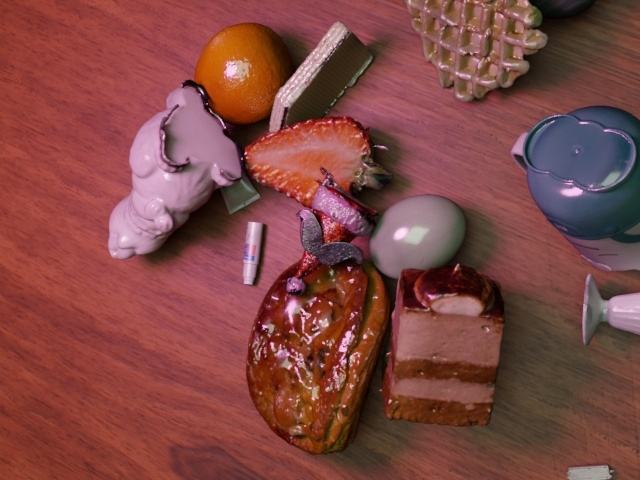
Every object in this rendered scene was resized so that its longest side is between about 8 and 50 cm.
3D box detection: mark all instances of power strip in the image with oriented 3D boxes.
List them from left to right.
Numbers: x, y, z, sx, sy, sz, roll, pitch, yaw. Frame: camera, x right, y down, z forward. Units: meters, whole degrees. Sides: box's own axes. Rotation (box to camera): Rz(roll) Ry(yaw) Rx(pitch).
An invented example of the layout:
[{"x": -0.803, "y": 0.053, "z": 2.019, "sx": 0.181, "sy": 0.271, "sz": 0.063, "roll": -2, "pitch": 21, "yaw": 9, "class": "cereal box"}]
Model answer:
[{"x": 0.488, "y": 0.421, "z": 1.522, "sx": 0.083, "sy": 0.017, "sz": 0.027, "roll": -9, "pitch": 87, "yaw": 17, "class": "power strip"}]

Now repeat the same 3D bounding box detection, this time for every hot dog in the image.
[{"x": 0.000, "y": 0.210, "z": 1.595, "sx": 0.266, "sy": 0.174, "sz": 0.388, "roll": 16, "pitch": 92, "yaw": 32, "class": "hot dog"}]

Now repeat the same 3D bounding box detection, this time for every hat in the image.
[{"x": -0.002, "y": -0.001, "z": 1.542, "sx": 0.140, "sy": 0.129, "sz": 0.227, "roll": 34, "pitch": 91, "yaw": -23, "class": "hat"}]

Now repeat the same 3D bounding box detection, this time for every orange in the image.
[{"x": -0.151, "y": -0.323, "z": 1.657, "sx": 0.205, "sy": 0.206, "sz": 0.206, "roll": -1, "pitch": 88, "yaw": 17, "class": "orange"}]

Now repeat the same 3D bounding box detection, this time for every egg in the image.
[{"x": 0.179, "y": -0.007, "z": 1.561, "sx": 0.192, "sy": 0.149, "sz": 0.149, "roll": -35, "pitch": 79, "yaw": 20, "class": "egg"}]

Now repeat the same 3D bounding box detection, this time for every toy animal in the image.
[{"x": -0.308, "y": -0.111, "z": 1.657, "sx": 0.357, "sy": 0.193, "sz": 0.258, "roll": -41, "pitch": 36, "yaw": 45, "class": "toy animal"}]

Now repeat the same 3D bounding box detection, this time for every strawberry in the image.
[{"x": -0.002, "y": -0.158, "z": 1.625, "sx": 0.285, "sy": 0.106, "sz": 0.188, "roll": 7, "pitch": 111, "yaw": 0, "class": "strawberry"}]

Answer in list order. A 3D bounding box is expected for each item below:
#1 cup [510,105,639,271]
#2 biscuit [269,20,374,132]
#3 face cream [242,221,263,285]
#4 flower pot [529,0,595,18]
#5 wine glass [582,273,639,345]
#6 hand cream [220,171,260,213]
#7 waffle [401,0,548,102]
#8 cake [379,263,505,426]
[{"x": 0.456, "y": -0.102, "z": 1.424, "sx": 0.289, "sy": 0.257, "sz": 0.219, "roll": 31, "pitch": 89, "yaw": 46, "class": "cup"}, {"x": -0.011, "y": -0.296, "z": 1.631, "sx": 0.052, "sy": 0.150, "sz": 0.252, "roll": 44, "pitch": 102, "yaw": 21, "class": "biscuit"}, {"x": -0.139, "y": 0.028, "z": 1.720, "sx": 0.034, "sy": 0.034, "sz": 0.130, "roll": 7, "pitch": 91, "yaw": 17, "class": "face cream"}, {"x": 0.404, "y": -0.509, "z": 1.488, "sx": 0.157, "sy": 0.189, "sz": 0.243, "roll": -25, "pitch": 79, "yaw": 46, "class": "flower pot"}, {"x": 0.554, "y": 0.126, "z": 1.441, "sx": 0.196, "sy": 0.165, "sz": 0.165, "roll": 2, "pitch": 89, "yaw": 21, "class": "wine glass"}, {"x": -0.196, "y": -0.148, "z": 1.742, "sx": 0.076, "sy": 0.047, "sz": 0.174, "roll": -28, "pitch": 89, "yaw": 14, "class": "hand cream"}, {"x": 0.267, "y": -0.411, "z": 1.518, "sx": 0.291, "sy": 0.056, "sz": 0.309, "roll": -27, "pitch": 86, "yaw": 54, "class": "waffle"}, {"x": 0.212, "y": 0.156, "z": 1.468, "sx": 0.196, "sy": 0.199, "sz": 0.293, "roll": 5, "pitch": 113, "yaw": 4, "class": "cake"}]
